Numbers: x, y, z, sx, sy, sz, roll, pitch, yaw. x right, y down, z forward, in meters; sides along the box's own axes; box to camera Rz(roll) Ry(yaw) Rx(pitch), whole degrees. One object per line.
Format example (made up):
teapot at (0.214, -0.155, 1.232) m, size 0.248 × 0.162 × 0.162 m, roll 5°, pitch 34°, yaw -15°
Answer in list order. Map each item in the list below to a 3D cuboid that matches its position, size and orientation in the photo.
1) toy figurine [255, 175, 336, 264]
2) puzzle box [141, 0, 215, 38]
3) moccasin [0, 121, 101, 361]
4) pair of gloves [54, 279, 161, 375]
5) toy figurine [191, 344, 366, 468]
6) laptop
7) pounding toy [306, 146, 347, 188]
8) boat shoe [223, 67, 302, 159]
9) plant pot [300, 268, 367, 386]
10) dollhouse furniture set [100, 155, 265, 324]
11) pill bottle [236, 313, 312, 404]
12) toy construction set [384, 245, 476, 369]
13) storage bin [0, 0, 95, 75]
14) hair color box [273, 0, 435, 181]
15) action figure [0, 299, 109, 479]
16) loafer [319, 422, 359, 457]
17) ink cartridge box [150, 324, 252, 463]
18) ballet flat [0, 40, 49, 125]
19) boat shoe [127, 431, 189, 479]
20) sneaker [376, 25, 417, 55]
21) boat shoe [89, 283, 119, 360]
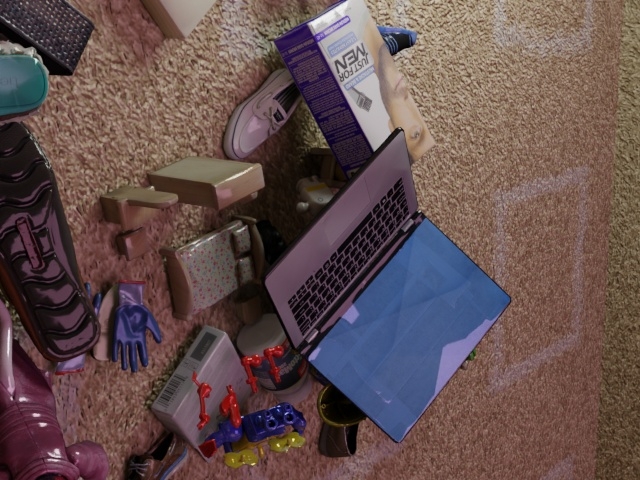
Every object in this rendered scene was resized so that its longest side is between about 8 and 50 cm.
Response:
toy figurine at (0.000, 0.000, 1.873) m, size 0.209 × 0.148 × 0.213 m, roll -44°, pitch 142°, yaw 11°
puzzle box at (-0.205, -0.579, 1.628) m, size 0.409 × 0.052 × 0.272 m, roll -58°, pitch 136°, yaw -26°
moccasin at (-0.430, -0.007, 1.407) m, size 0.139 × 0.147 × 0.380 m, roll -29°, pitch 102°, yaw -27°
pair of gloves at (-0.355, 0.141, 1.571) m, size 0.198 × 0.023 × 0.159 m, roll 0°, pitch 93°, yaw -31°
toy figurine at (-0.104, 0.322, 1.834) m, size 0.363 × 0.217 × 0.191 m, roll -14°, pitch 75°, yaw -31°
laptop at (0.140, 0.088, 1.744) m, size 0.382 × 0.236 × 0.408 m, roll -48°, pitch 150°, yaw -19°
pounding toy at (0.087, -0.106, 2.014) m, size 0.270 × 0.154 × 0.154 m, roll 5°, pitch 93°, yaw -51°
boat shoe at (-0.100, -0.245, 1.812) m, size 0.226 × 0.076 × 0.083 m, roll -60°, pitch 137°, yaw -23°
plant pot at (0.074, 0.179, 2.007) m, size 0.212 × 0.236 × 0.236 m, roll 42°, pitch 65°, yaw -39°
dollhouse furniture set at (-0.188, 0.046, 1.689) m, size 0.303 × 0.174 × 0.355 m, roll -30°, pitch 120°, yaw -44°
pill bottle at (-0.085, 0.242, 1.914) m, size 0.108 × 0.108 × 0.180 m, roll -53°, pitch 134°, yaw -30°
toy construction set at (0.262, 0.167, 2.224) m, size 0.257 × 0.237 × 0.308 m, roll -40°, pitch 127°, yaw -39°
storage bin at (-0.427, -0.314, 1.351) m, size 0.180 × 0.122 × 0.084 m, roll 36°, pitch 70°, yaw -49°
hair color box at (0.071, -0.282, 1.850) m, size 0.185 × 0.110 × 0.338 m, roll -42°, pitch 110°, yaw -42°
action figure at (-0.397, 0.259, 1.313) m, size 0.248 × 0.370 × 0.275 m, roll -12°, pitch 128°, yaw -35°
loafer at (0.072, 0.371, 2.151) m, size 0.094 × 0.087 × 0.251 m, roll 12°, pitch 89°, yaw -52°
ink cartridge box at (-0.218, 0.296, 1.822) m, size 0.189 × 0.066 × 0.232 m, roll -59°, pitch 158°, yaw -25°
ballet flat at (-0.547, -0.193, 1.224) m, size 0.409 × 0.147 × 0.147 m, roll -9°, pitch 105°, yaw -47°
boat shoe at (-0.311, 0.413, 1.710) m, size 0.183 × 0.066 × 0.066 m, roll -47°, pitch 127°, yaw -48°
sneaker at (0.118, -0.414, 2.051) m, size 0.232 × 0.081 × 0.090 m, roll -6°, pitch 105°, yaw -44°
boat shoe at (-0.357, 0.135, 1.605) m, size 0.049 × 0.042 × 0.133 m, roll 17°, pitch 83°, yaw -28°
